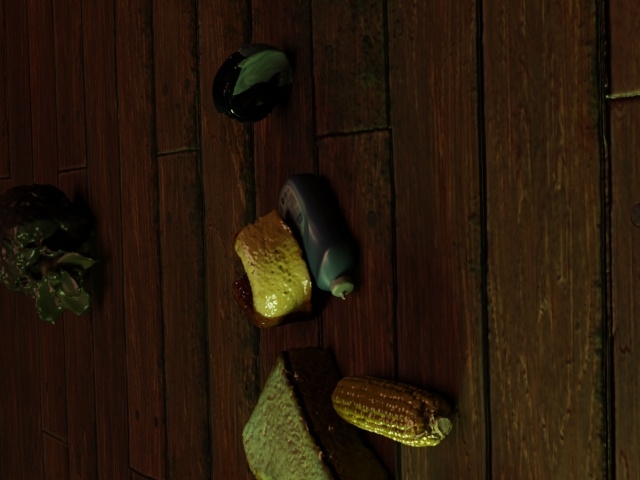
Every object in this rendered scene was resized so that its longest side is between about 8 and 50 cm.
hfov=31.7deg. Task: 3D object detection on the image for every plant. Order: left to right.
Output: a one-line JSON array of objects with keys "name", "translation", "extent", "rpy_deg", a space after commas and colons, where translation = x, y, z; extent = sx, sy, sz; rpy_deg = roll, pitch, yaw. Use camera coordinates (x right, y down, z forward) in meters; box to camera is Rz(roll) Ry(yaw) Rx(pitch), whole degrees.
[{"name": "plant", "translation": [-0.621, 0.030, 2.539], "extent": [0.312, 0.213, 0.215], "rpy_deg": [57, 135, 42]}]

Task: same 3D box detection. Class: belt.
[{"name": "belt", "translation": [-0.108, -0.249, 1.773], "extent": [0.140, 0.105, 0.058], "rpy_deg": [-45, 37, -8]}]

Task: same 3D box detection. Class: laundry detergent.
[{"name": "laundry detergent", "translation": [-0.001, 0.000, 1.676], "extent": [0.206, 0.061, 0.096], "rpy_deg": [64, 143, 32]}]

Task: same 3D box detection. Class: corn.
[{"name": "corn", "translation": [0.093, 0.228, 1.527], "extent": [0.238, 0.080, 0.080], "rpy_deg": [2, 94, 57]}]

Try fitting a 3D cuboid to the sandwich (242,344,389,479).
[{"name": "sandwich", "translation": [-0.018, 0.339, 1.699], "extent": [0.273, 0.095, 0.249], "rpy_deg": [64, 141, 35]}]

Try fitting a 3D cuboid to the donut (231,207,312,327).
[{"name": "donut", "translation": [-0.078, 0.063, 1.730], "extent": [0.141, 0.085, 0.217], "rpy_deg": [56, 157, 33]}]
